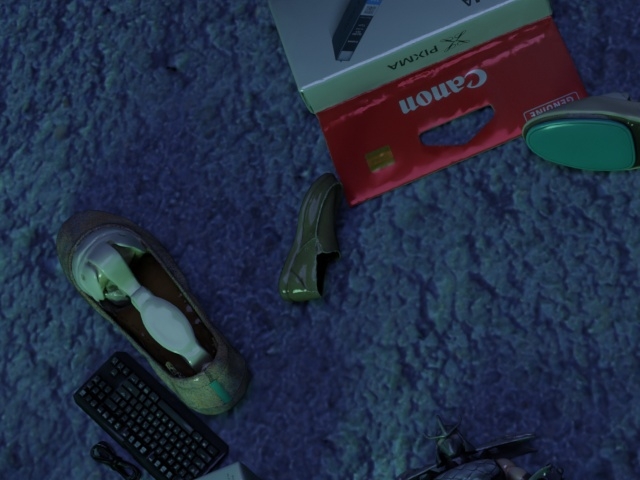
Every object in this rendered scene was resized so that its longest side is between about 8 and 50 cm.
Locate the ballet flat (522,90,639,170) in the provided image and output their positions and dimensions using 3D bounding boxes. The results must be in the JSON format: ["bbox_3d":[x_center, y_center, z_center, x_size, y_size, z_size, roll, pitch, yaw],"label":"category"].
[{"bbox_3d":[0.339,-0.116,1.643,0.248,0.086,0.086,8,71,17],"label":"ballet flat"}]

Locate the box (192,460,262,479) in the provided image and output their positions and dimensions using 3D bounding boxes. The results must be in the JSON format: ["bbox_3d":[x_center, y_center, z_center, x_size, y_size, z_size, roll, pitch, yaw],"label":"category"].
[{"bbox_3d":[-0.092,0.292,1.578,0.087,0.102,0.101,-23,65,4],"label":"box"}]

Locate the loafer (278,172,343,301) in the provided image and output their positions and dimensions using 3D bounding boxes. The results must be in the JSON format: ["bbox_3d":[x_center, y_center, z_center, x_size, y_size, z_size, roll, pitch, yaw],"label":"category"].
[{"bbox_3d":[0.000,0.000,1.700,0.050,0.056,0.148,15,83,20],"label":"loafer"}]

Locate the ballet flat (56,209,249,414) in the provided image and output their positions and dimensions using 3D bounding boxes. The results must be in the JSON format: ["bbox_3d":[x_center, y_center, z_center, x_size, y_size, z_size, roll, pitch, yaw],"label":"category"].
[{"bbox_3d":[-0.192,0.057,1.701,0.107,0.106,0.316,-46,64,-5],"label":"ballet flat"}]

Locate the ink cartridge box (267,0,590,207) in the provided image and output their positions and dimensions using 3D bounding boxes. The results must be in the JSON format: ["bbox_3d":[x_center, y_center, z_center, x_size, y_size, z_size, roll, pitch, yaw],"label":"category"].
[{"bbox_3d":[0.117,-0.211,1.744,0.296,0.066,0.261,-23,63,7],"label":"ink cartridge box"}]

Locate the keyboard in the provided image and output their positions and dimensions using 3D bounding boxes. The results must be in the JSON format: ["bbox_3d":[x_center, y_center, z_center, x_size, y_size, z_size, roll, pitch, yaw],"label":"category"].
[{"bbox_3d":[-0.193,0.207,1.687,0.180,0.023,0.108,39,83,26],"label":"keyboard"}]

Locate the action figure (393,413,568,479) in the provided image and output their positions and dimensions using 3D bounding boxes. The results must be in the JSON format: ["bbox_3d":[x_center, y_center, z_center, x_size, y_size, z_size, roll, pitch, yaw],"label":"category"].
[{"bbox_3d":[0.163,0.291,1.510,0.185,0.099,0.285,-26,61,11],"label":"action figure"}]
